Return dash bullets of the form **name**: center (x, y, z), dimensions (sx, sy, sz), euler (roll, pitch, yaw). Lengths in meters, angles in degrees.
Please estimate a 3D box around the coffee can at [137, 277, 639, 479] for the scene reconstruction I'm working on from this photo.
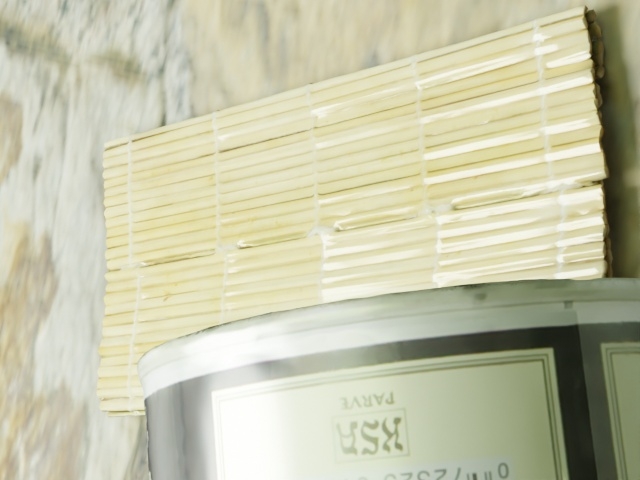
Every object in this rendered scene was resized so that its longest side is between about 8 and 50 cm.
- **coffee can**: center (0.053, 0.165, 0.447), dimensions (0.201, 0.201, 0.275), euler (-16, 74, 42)

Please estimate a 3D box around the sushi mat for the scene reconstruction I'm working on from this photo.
- **sushi mat**: center (0.000, 0.000, 0.673), dimensions (0.316, 0.019, 0.151), euler (-10, 74, 43)
